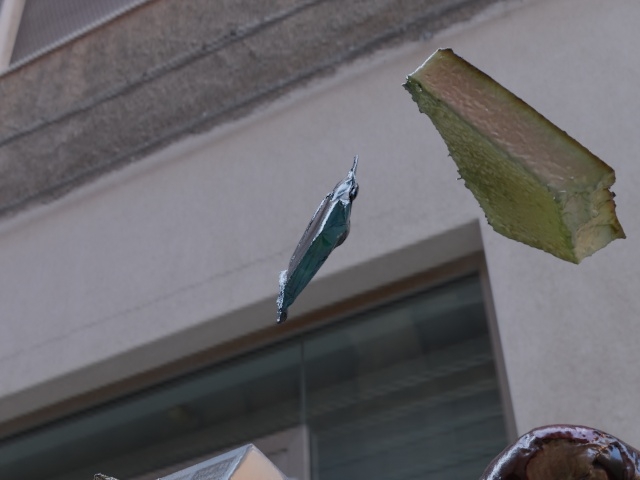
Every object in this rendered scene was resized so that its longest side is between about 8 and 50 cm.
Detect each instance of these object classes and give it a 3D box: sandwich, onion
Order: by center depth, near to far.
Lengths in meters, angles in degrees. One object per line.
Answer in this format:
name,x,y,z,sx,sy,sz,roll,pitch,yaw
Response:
sandwich,0.172,-0.067,0.867,0.058,0.162,0.193,-44,-59,-12
onion,0.318,0.363,1.264,0.272,0.195,0.271,0,-81,0

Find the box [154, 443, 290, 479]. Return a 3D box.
box,-0.093,0.290,0.994,0.155,0.067,0.243,48,-42,-11

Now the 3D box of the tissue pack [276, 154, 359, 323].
tissue pack,0.000,0.000,0.880,0.028,0.085,0.138,30,-65,-12

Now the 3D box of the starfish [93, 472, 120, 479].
starfish,-0.326,0.430,1.613,0.190,0.146,0.074,15,-40,-18
